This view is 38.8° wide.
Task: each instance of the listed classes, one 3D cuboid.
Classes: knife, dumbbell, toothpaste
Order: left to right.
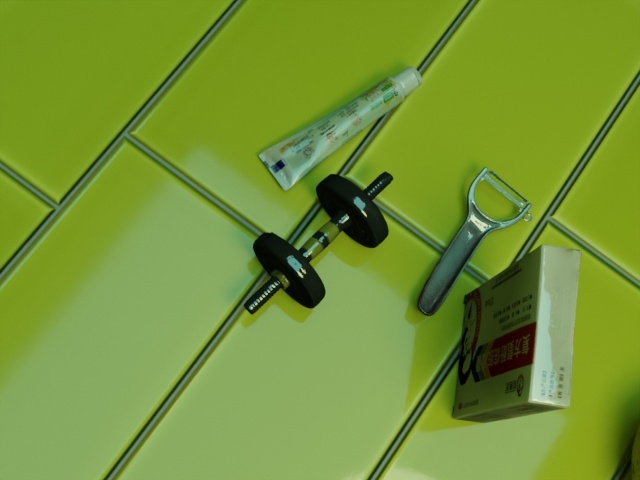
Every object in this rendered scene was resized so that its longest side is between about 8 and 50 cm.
[{"bbox_3d":[0.000,0.000,1.454,0.325,0.143,0.143,-43,85,-16],"label":"dumbbell"},{"bbox_3d":[0.043,-0.202,1.562,0.314,0.058,0.056,-35,126,-11],"label":"toothpaste"},{"bbox_3d":[0.247,0.020,1.532,0.123,0.053,0.278,37,74,-2],"label":"knife"}]

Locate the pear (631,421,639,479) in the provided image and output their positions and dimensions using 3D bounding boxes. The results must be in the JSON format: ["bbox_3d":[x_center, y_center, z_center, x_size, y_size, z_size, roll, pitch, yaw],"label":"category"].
[{"bbox_3d":[0.605,0.351,1.398,0.271,0.271,0.271,2,75,-8],"label":"pear"}]

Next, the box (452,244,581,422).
[{"bbox_3d":[0.281,0.151,1.346,0.069,0.353,0.214,10,74,-4],"label":"box"}]
